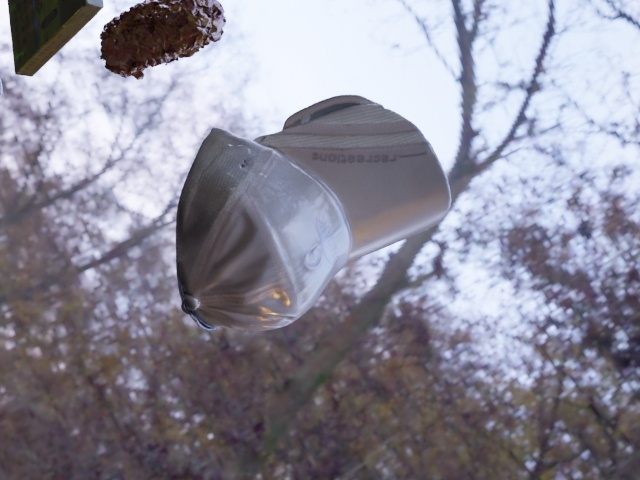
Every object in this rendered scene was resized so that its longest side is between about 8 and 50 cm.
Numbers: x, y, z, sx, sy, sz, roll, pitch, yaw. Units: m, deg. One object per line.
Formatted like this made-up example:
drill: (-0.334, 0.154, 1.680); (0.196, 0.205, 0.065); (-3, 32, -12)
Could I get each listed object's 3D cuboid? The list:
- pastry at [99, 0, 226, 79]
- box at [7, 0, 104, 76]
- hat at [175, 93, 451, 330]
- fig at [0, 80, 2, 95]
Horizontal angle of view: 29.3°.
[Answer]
pastry: (-0.193, -0.239, 1.429); (0.169, 0.063, 0.087); (-21, -70, 23)
box: (-0.339, -0.304, 1.552); (0.193, 0.030, 0.121); (-30, -116, 46)
hat: (0.000, 0.000, 1.082); (0.225, 0.164, 0.219); (-3, -43, 16)
fig: (-0.448, -0.196, 1.561); (0.088, 0.074, 0.074); (11, -60, 60)
